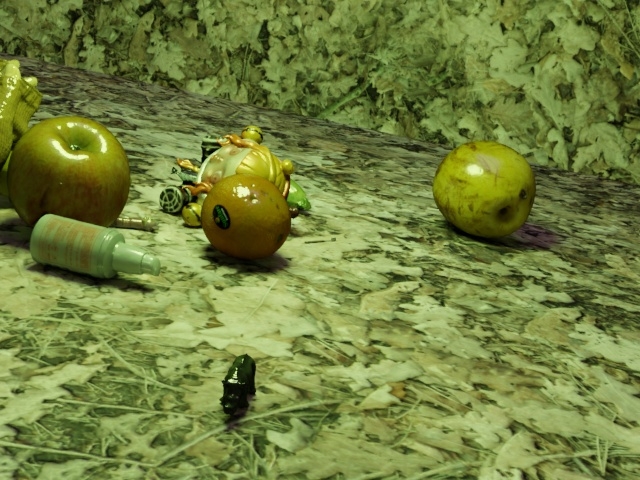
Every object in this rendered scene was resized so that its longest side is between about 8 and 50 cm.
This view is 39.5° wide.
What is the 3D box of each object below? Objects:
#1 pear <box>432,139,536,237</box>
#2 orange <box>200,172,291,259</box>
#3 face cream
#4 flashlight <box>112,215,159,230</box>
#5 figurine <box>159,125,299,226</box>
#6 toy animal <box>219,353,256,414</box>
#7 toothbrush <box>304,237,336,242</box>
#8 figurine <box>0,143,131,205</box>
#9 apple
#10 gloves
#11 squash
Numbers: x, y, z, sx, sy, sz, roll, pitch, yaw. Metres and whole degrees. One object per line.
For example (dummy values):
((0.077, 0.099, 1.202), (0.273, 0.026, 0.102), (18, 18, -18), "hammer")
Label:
((0.448, -0.139, 2.423), (0.280, 0.281, 0.281), (8, 17, -3), "pear")
((-0.162, -0.051, 1.955), (0.206, 0.206, 0.206), (8, 17, -3), "orange")
((-0.430, 0.022, 1.734), (0.251, 0.101, 0.101), (13, 18, 11), "face cream")
((-0.426, -0.043, 2.051), (0.110, 0.031, 0.052), (5, 18, -12), "flashlight")
((-0.210, -0.138, 2.196), (0.323, 0.196, 0.320), (13, 59, 39), "figurine")
((-0.125, 0.218, 1.334), (0.047, 0.065, 0.136), (11, 18, 7), "toy animal")
((0.000, 0.000, 2.172), (0.097, 0.008, 0.006), (-6, 9, -37), "toothbrush")
((-0.614, -0.150, 2.083), (0.326, 0.169, 0.218), (4, 34, -9), "figurine")
((-0.531, -0.141, 1.891), (0.264, 0.264, 0.264), (8, 17, -3), "apple")
((-0.713, -0.249, 1.904), (0.155, 0.203, 0.356), (22, 60, -10), "gloves")
((-0.175, -0.171, 2.448), (0.370, 0.118, 0.118), (22, 22, 30), "squash")
